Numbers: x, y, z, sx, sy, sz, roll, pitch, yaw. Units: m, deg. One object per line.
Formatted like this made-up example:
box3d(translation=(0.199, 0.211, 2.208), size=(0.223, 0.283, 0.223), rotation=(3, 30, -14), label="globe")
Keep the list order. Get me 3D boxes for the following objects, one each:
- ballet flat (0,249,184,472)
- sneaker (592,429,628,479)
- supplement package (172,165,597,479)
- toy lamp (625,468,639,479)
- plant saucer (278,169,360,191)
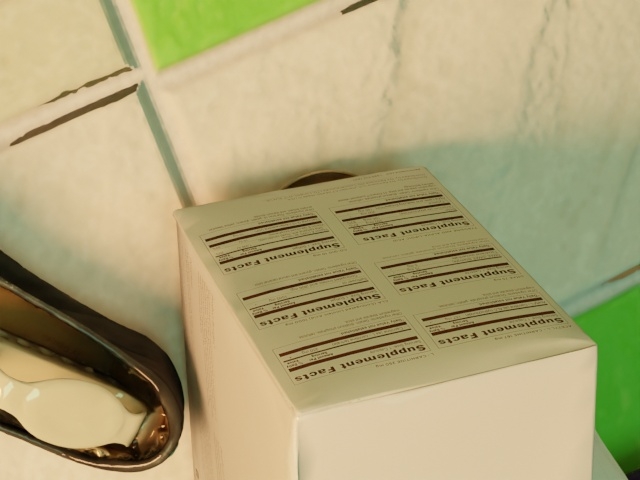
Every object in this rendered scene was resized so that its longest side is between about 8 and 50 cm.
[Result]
box3d(translation=(-0.181, 0.041, 0.872), size=(0.280, 0.096, 0.095), rotation=(25, 98, -25), label="ballet flat")
box3d(translation=(0.137, 0.165, 0.999), size=(0.094, 0.080, 0.212), rotation=(3, 75, -22), label="sneaker")
box3d(translation=(0.027, 0.099, 0.894), size=(0.149, 0.203, 0.194), rotation=(-11, 120, -16), label="supplement package")
box3d(translation=(0.116, 0.226, 1.053), size=(0.274, 0.080, 0.080), rotation=(-34, 115, -6), label="toy lamp")
box3d(translation=(0.000, 0.000, 0.970), size=(0.083, 0.015, 0.083), rotation=(-6, 109, -18), label="plant saucer")
